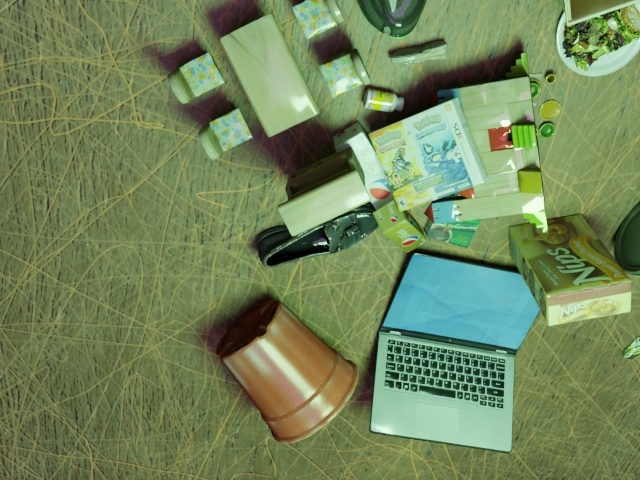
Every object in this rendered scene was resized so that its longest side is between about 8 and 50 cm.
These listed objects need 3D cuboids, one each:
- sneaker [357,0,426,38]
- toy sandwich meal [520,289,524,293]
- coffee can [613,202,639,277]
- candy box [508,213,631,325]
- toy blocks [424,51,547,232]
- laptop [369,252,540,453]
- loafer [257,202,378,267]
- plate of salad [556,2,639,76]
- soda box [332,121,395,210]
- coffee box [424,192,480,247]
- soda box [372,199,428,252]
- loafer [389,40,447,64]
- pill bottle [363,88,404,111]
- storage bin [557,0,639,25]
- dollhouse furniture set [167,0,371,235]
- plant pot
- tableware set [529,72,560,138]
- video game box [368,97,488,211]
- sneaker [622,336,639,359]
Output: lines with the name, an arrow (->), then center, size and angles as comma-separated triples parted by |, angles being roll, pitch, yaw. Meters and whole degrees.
sneaker -> 0.177, -0.613, 1.559 | 0.185, 0.202, 0.482 | 9, 118, -9
toy sandwich meal -> 0.532, 0.100, 2.092 | 0.086, 0.029, 0.085 | -2, 119, -4
coffee can -> 0.876, 0.039, 1.992 | 0.275, 0.201, 0.201 | 25, 114, -18
candy box -> 0.561, 0.059, 1.908 | 0.183, 0.316, 0.087 | -11, 120, 2
toy blocks -> 0.340, -0.197, 1.822 | 0.261, 0.191, 0.381 | -6, 103, 16
laptop -> 0.350, 0.286, 2.062 | 0.382, 0.407, 0.236 | 11, 160, -11
loafer -> 0.000, 0.000, 1.948 | 0.303, 0.095, 0.109 | -16, 120, 4
plate of salad -> 0.605, -0.444, 1.783 | 0.200, 0.048, 0.199 | -3, 120, -4
soda box -> 0.114, -0.157, 1.887 | 0.074, 0.069, 0.216 | -30, 118, 12
coffee box -> 0.329, -0.079, 1.966 | 0.113, 0.040, 0.184 | 16, 116, -12
soda box -> 0.184, -0.030, 1.916 | 0.061, 0.058, 0.181 | -32, 154, 13
loafer -> 0.211, -0.391, 1.780 | 0.125, 0.045, 0.039 | -15, 126, 0
pill bottle -> 0.138, -0.304, 1.820 | 0.083, 0.043, 0.043 | 8, 118, -10
storage bin -> 0.576, -0.597, 1.621 | 0.262, 0.123, 0.260 | -17, 133, 5
dollhouse furniture set -> -0.063, -0.245, 1.669 | 0.362, 0.256, 0.394 | -25, 106, 9
plant pot -> -0.094, 0.302, 2.029 | 0.272, 0.272, 0.265 | -35, 109, 14
tableware set -> 0.492, -0.300, 1.867 | 0.104, 0.024, 0.154 | 1, 119, -6
video game box -> 0.229, -0.180, 1.775 | 0.205, 0.048, 0.187 | -20, 94, 30
sneaker -> 0.846, 0.287, 2.230 | 0.083, 0.031, 0.035 | -41, 129, 21
